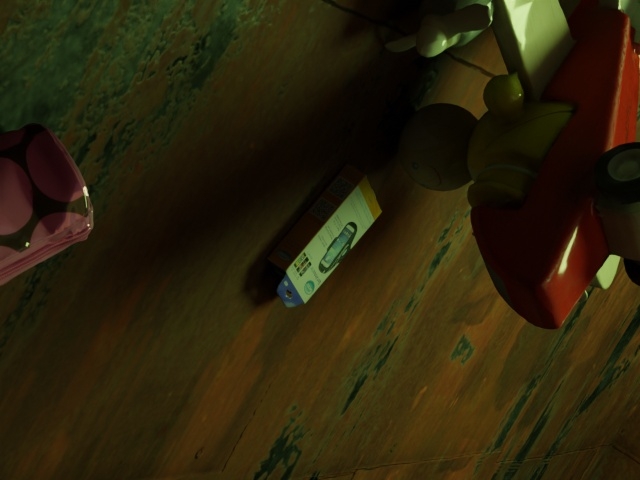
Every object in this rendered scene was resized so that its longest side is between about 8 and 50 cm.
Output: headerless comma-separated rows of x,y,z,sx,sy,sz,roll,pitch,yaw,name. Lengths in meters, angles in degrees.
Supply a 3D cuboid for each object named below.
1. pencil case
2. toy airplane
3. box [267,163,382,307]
-0.237,0.002,1.034,0.209,0.098,0.095,-35,147,-38,pencil case
0.206,-0.123,1.538,0.384,0.272,0.386,-14,96,-68,toy airplane
0.000,0.000,1.531,0.136,0.028,0.081,-48,154,-11,box
